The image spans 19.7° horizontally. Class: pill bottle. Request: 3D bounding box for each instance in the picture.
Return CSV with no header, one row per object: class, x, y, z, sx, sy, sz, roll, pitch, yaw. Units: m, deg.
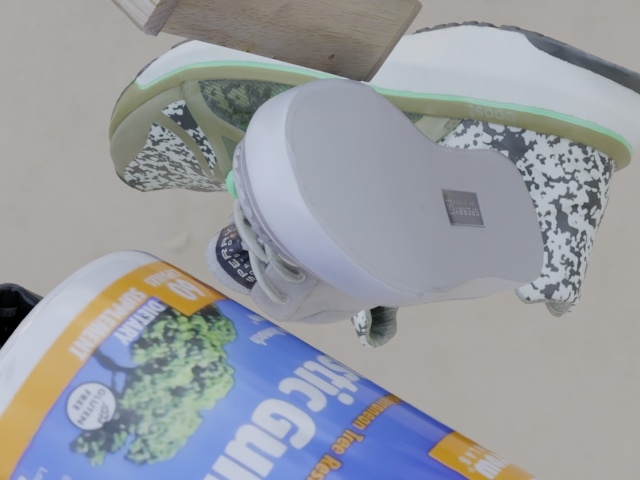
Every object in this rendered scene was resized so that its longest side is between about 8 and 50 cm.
pill bottle,0.005,0.129,0.670,0.272,0.152,0.152,29,94,14

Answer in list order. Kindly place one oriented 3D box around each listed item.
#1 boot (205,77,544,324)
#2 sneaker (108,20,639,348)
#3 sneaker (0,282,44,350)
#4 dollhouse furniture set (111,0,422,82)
boot,0.000,0.000,0.813,0.123,0.258,0.095,-17,75,24
sneaker,0.010,-0.027,1.157,0.410,0.158,0.182,-1,72,40
sneaker,-0.210,0.075,1.253,0.234,0.078,0.106,15,116,59
dollhouse furniture set,0.013,-0.197,0.727,0.212,0.161,0.242,46,111,29
